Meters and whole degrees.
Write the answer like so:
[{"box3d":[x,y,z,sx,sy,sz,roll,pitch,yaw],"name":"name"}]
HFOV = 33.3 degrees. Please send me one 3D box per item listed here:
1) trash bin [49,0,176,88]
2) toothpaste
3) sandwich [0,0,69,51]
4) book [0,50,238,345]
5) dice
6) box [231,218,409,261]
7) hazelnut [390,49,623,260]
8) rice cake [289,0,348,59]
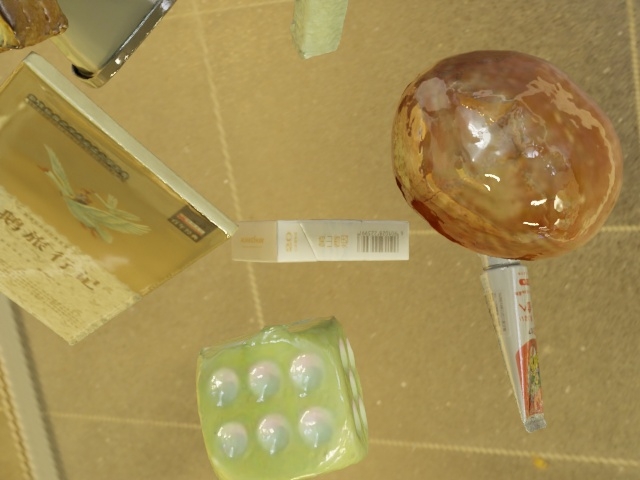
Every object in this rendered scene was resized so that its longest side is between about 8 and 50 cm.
[{"box3d":[-0.388,-0.404,1.710,0.250,0.220,0.219,40,170,-18],"name":"trash bin"},{"box3d":[0.228,0.107,1.262,0.057,0.089,0.234,-13,81,24],"name":"toothpaste"},{"box3d":[-0.459,-0.317,1.265,0.301,0.099,0.271,-14,99,42],"name":"sandwich"},{"box3d":[-0.237,-0.019,0.956,0.217,0.021,0.310,41,139,-16],"name":"book"},{"box3d":[-0.063,0.271,1.820,0.252,0.250,0.254,-13,85,6],"name":"dice"},{"box3d":[-0.001,0.000,1.633,0.149,0.233,0.067,-4,87,60],"name":"box"},{"box3d":[0.157,-0.073,0.924,0.214,0.214,0.176,25,105,18],"name":"hazelnut"},{"box3d":[-0.002,-0.329,1.546,0.206,0.069,0.063,101,150,-71],"name":"rice cake"}]
